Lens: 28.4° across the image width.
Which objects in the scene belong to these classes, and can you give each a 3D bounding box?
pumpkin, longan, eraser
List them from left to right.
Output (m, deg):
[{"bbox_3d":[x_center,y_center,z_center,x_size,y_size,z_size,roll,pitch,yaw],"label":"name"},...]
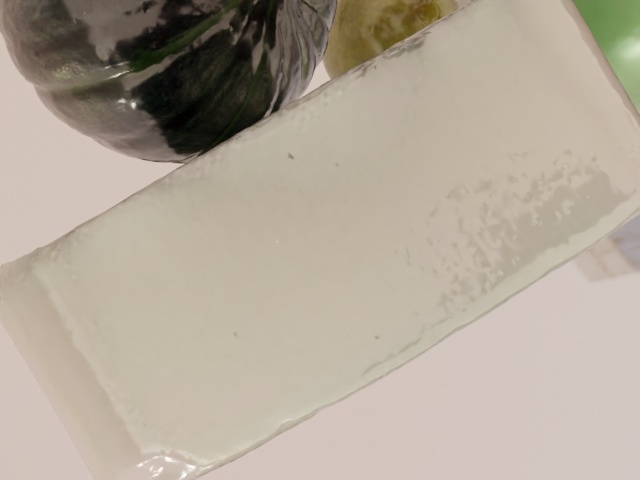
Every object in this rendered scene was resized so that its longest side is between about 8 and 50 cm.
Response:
[{"bbox_3d":[-0.104,-0.175,0.855,0.250,0.216,0.249,-1,-88,-34],"label":"pumpkin"},{"bbox_3d":[0.000,0.000,0.734,0.331,0.331,0.150,-33,-86,-38],"label":"eraser"},{"bbox_3d":[0.076,-0.207,1.266,0.145,0.155,0.176,41,-135,-12],"label":"longan"}]

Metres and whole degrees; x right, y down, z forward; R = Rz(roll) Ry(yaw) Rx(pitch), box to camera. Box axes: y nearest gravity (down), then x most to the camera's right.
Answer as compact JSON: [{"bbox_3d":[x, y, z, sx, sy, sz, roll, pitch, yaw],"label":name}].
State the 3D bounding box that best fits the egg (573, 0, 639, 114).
[{"bbox_3d":[0.235,-0.202,0.794,0.270,0.220,0.220,-43,-69,10],"label":"egg"}]
